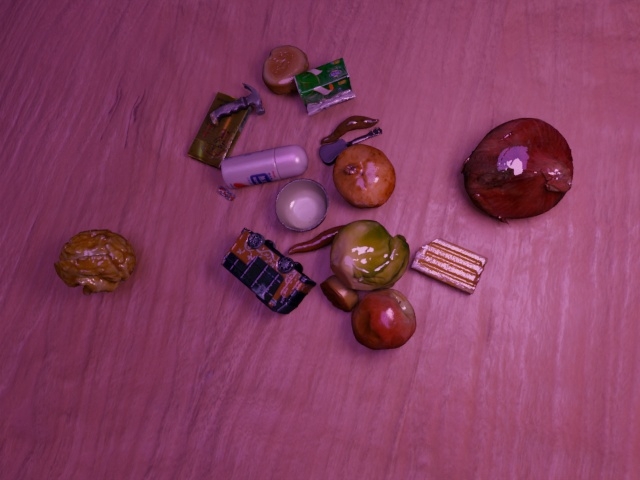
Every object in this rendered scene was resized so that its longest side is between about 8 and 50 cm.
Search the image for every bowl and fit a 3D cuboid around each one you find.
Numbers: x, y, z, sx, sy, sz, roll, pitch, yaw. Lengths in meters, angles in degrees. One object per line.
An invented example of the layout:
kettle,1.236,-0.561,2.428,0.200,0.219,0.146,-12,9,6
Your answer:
bowl,-0.062,-0.126,1.591,0.211,0.112,0.212,-2,80,10

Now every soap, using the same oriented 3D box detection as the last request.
soap,0.456,0.084,1.468,0.231,0.073,0.140,24,83,15

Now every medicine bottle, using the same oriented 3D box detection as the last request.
medicine bottle,-0.215,-0.298,1.646,0.340,0.130,0.131,-10,77,8

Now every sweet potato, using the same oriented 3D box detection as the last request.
sweet potato,0.109,-0.455,1.650,0.249,0.059,0.069,-20,113,8
sweet potato,0.000,0.001,1.579,0.264,0.057,0.058,-26,75,-2

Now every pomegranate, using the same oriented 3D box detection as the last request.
pomegranate,0.159,-0.234,1.509,0.247,0.248,0.249,-2,79,11

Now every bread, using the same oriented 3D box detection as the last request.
bread,-0.142,-0.711,1.726,0.213,0.105,0.214,-3,73,11
bread,0.068,0.190,1.500,0.086,0.125,0.156,-42,69,-18

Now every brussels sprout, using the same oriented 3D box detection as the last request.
brussels sprout,0.169,0.053,1.459,0.294,0.227,0.259,-30,62,-26

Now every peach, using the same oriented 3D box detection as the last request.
peach,0.209,0.281,1.422,0.235,0.214,0.215,-36,71,38

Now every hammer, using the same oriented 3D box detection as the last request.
hammer,-0.357,-0.559,1.726,0.226,0.041,0.159,-25,76,3

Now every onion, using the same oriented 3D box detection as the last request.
onion,0.662,-0.228,1.392,0.352,0.353,0.354,-2,79,11

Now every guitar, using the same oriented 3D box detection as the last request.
guitar,0.123,-0.389,1.645,0.270,0.038,0.084,-25,77,5

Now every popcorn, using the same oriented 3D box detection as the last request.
popcorn,-0.872,0.083,1.628,0.281,0.247,0.282,-9,39,8

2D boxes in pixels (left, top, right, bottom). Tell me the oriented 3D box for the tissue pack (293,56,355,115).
tissue pack,0.024,-0.594,1.648,0.208,0.148,0.156,-18,75,7

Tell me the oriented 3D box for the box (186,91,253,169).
box,-0.430,-0.471,1.766,0.172,0.043,0.312,24,84,14

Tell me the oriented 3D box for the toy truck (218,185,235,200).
toy truck,-0.394,-0.197,1.714,0.083,0.024,0.032,32,64,13

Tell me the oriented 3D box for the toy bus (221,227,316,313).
toy bus,-0.193,0.118,1.545,0.323,0.162,0.194,38,88,17
